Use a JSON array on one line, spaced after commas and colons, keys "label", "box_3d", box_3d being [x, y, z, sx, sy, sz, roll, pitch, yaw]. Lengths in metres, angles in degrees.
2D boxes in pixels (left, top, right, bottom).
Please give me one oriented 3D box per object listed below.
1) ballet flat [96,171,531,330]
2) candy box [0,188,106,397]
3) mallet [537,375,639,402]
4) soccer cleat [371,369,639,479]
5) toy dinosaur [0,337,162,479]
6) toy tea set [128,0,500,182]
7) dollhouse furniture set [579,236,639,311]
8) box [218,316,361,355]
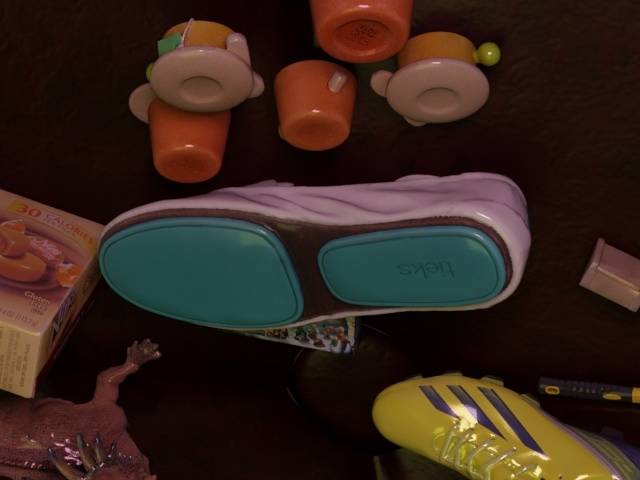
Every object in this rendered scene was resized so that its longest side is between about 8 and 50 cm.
[{"label": "ballet flat", "box_3d": [0.000, 0.000, 1.560, 0.400, 0.139, 0.139, -2, 121, 25]}, {"label": "candy box", "box_3d": [-0.375, 0.015, 1.658, 0.316, 0.183, 0.087, 19, 125, 6]}, {"label": "mallet", "box_3d": [0.291, 0.133, 1.610, 0.189, 0.039, 0.062, 10, 126, 16]}, {"label": "soccer cleat", "box_3d": [0.181, 0.206, 1.636, 0.289, 0.121, 0.093, 19, 132, 6]}, {"label": "toy dinosaur", "box_3d": [-0.266, 0.201, 1.733, 0.295, 0.200, 0.127, 1, 122, 18]}, {"label": "toy tea set", "box_3d": [-0.028, -0.165, 1.494, 0.336, 0.124, 0.200, -14, 146, 22]}, {"label": "dollhouse furniture set", "box_3d": [0.313, 0.062, 1.476, 0.182, 0.161, 0.101, 26, 126, 0]}, {"label": "box", "box_3d": [-0.029, 0.053, 1.665, 0.137, 0.027, 0.094, 9, 123, 13]}]
